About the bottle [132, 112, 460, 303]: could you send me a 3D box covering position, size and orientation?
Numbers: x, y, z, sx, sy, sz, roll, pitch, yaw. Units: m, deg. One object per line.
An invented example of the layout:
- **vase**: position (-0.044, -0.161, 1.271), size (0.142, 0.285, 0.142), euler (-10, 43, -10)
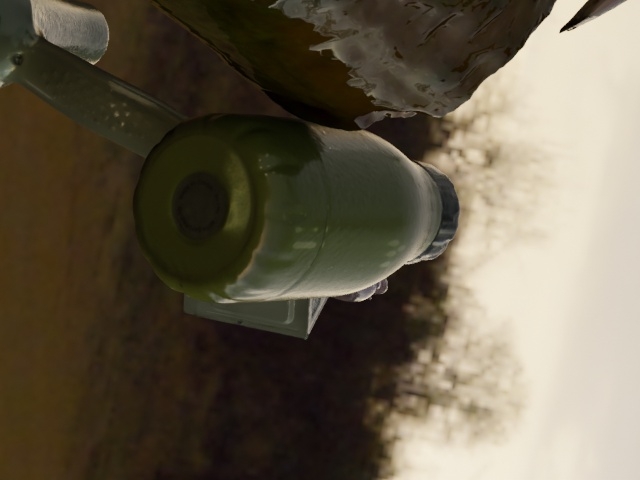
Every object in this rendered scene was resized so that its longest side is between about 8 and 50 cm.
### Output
- **bottle**: position (0.000, -0.019, 1.051), size (0.260, 0.112, 0.112), euler (0, 104, -58)

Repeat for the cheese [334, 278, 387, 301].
- **cheese**: position (0.000, 0.000, 1.342), size (0.042, 0.105, 0.191), euler (-60, 152, -19)

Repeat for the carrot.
- **carrot**: position (-0.014, -0.221, 0.931), size (0.341, 0.242, 0.241), euler (40, 52, -44)

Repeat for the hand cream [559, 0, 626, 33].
- **hand cream**: position (0.275, -0.234, 1.513), size (0.143, 0.039, 0.061), euler (-38, -172, -17)

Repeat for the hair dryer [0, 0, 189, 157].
- **hair dryer**: position (-0.180, -0.127, 1.234), size (0.119, 0.298, 0.296), euler (-62, -173, 12)

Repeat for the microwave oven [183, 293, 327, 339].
- **microwave oven**: position (-0.046, -0.003, 1.815), size (0.208, 0.162, 0.122), euler (-60, 158, -55)
